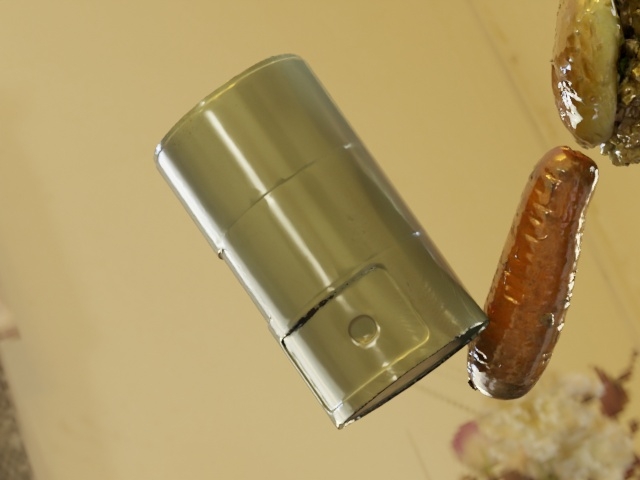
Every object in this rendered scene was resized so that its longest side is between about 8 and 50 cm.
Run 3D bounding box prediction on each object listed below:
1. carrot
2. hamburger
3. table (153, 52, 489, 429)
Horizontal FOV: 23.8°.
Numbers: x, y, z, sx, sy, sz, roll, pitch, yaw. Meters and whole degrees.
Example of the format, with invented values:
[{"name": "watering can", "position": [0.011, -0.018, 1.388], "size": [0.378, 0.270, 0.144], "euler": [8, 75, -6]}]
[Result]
[{"name": "carrot", "position": [0.145, 0.024, 1.022], "size": [0.060, 0.060, 0.186], "euler": [-4, -61, -40]}, {"name": "hamburger", "position": [0.215, -0.130, 1.018], "size": [0.131, 0.159, 0.185], "euler": [-6, -14, 5]}, {"name": "table", "position": [0.000, 0.000, 1.009], "size": [0.126, 0.220, 0.126], "euler": [-34, -10, -7]}]
